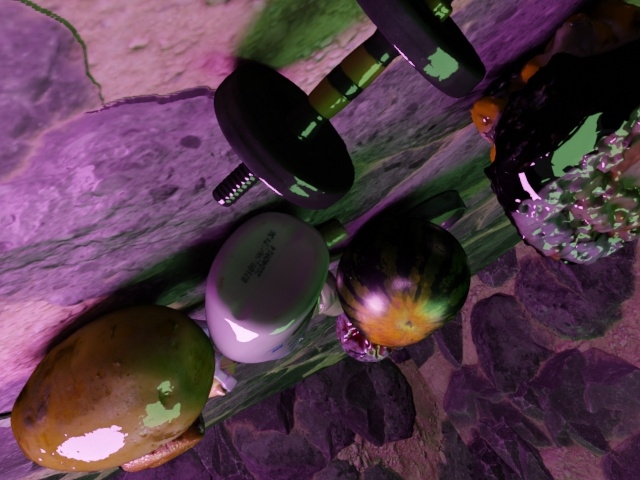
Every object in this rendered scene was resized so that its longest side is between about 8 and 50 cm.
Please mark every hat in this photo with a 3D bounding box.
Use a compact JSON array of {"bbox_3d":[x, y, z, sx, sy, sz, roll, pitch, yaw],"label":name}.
[{"bbox_3d":[0.003,0.106,1.298,0.081,0.122,0.166,-31,146,32],"label":"hat"}]

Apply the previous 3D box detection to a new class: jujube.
[{"bbox_3d":[0.169,0.238,1.875,0.226,0.226,0.317,-39,171,26],"label":"jujube"}]

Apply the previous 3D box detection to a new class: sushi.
[{"bbox_3d":[0.364,-0.166,0.891,0.329,0.285,0.328,9,137,-35],"label":"sushi"}]

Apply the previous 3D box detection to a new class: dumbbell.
[{"bbox_3d":[0.021,-0.130,0.523,0.325,0.143,0.143,-39,163,27],"label":"dumbbell"}]

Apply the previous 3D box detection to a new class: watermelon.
[{"bbox_3d":[0.157,0.080,1.263,0.269,0.269,0.269,-29,165,-9],"label":"watermelon"}]

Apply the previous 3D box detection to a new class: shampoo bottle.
[{"bbox_3d":[-0.085,0.097,1.005,0.222,0.151,0.349,-60,176,-20],"label":"shampoo bottle"}]

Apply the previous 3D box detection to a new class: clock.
[{"bbox_3d":[0.226,-0.029,1.448,0.226,0.049,0.226,-29,166,-8],"label":"clock"}]

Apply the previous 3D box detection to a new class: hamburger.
[{"bbox_3d":[-0.358,0.411,1.475,0.192,0.167,0.288,-30,165,-1],"label":"hamburger"}]

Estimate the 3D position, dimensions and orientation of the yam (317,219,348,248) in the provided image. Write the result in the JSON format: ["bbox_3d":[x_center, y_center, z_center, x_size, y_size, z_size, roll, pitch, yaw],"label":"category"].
[{"bbox_3d":[0.000,0.000,1.103,0.094,0.043,0.043,-29,165,-16],"label":"yam"}]

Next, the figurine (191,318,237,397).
[{"bbox_3d":[-0.238,0.220,1.090,0.208,0.184,0.128,-55,-168,-13],"label":"figurine"}]

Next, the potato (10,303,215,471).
[{"bbox_3d":[-0.289,0.214,0.912,0.304,0.216,0.216,-35,165,4],"label":"potato"}]

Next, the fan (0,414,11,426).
[{"bbox_3d":[-0.546,0.293,1.024,0.038,0.016,0.193,-35,166,4],"label":"fan"}]
